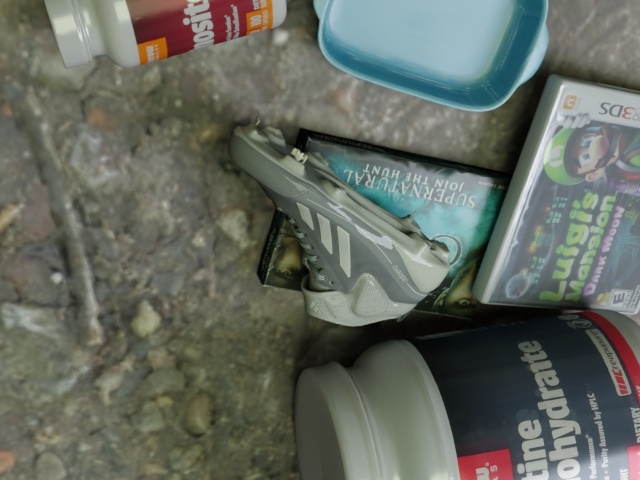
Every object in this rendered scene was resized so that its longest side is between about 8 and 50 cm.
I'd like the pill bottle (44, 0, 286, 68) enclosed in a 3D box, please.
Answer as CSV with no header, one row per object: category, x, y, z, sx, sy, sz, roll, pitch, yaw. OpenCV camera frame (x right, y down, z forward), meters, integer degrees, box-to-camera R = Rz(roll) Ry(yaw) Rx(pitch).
pill bottle,-0.106,-0.165,0.831,0.152,0.086,0.086,-17,117,-8

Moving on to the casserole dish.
casserole dish,0.079,-0.165,0.916,0.188,0.037,0.114,14,108,-23

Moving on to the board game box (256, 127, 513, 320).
board game box,0.055,-0.009,0.984,0.186,0.026,0.126,10,110,-21

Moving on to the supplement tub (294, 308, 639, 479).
supplement tub,0.131,0.164,0.992,0.272,0.191,0.191,-8,115,-14

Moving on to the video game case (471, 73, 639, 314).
video game case,0.224,-0.031,1.011,0.173,0.022,0.190,6,112,-30

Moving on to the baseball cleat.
baseball cleat,0.000,0.000,0.917,0.206,0.072,0.109,32,108,-22
